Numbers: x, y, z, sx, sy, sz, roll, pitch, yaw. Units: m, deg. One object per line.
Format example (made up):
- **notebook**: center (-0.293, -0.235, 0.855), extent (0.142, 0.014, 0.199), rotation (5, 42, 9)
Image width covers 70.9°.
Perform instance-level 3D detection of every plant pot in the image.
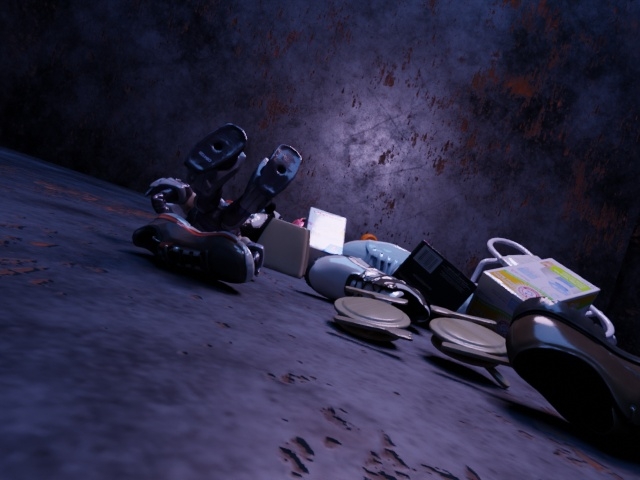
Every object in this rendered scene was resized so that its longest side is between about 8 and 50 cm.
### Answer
- **plant pot**: center (-0.071, 0.011, 0.910), extent (0.108, 0.096, 0.109), rotation (19, -1, 4)

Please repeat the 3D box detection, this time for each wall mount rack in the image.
- **wall mount rack**: center (0.534, 0.136, 1.050), extent (0.303, 0.131, 0.350), rotation (1, 34, -22)

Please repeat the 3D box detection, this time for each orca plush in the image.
- **orca plush**: center (-0.146, -0.014, 1.009), extent (0.102, 0.151, 0.287), rotation (51, 6, 14)

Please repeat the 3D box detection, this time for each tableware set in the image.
- **tableware set**: center (0.107, 0.104, 0.495), extent (0.194, 0.039, 0.128), rotation (13, 11, 7)

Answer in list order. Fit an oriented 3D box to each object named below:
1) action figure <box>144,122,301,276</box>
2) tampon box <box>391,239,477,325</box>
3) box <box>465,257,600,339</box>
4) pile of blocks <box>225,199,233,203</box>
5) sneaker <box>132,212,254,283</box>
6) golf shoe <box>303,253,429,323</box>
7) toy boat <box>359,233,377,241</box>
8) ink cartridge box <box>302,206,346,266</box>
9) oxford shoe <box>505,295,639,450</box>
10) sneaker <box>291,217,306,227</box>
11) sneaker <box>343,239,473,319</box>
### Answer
- **action figure**: center (-0.135, -0.037, 0.587), extent (0.185, 0.099, 0.285), rotation (30, -31, -11)
- **tampon box**: center (0.201, 0.081, 0.814), extent (0.120, 0.101, 0.161), rotation (43, 7, 15)
- **box**: center (0.387, 0.114, 0.826), extent (0.203, 0.103, 0.114), rotation (-6, 34, -30)
- **pile of blocks**: center (-0.318, -0.081, 1.606), extent (0.148, 0.113, 0.362), rotation (18, 1, -15)
- **sneaker**: center (-0.147, 0.018, 0.504), extent (0.157, 0.061, 0.065), rotation (18, 27, 26)
- **golf shoe**: center (0.074, 0.072, 0.668), extent (0.198, 0.077, 0.094), rotation (17, 1, -7)
- **toy boat**: center (0.141, 0.052, 1.438), extent (0.151, 0.151, 0.231), rotation (18, 0, -44)
- **ink cartridge box**: center (0.000, 0.000, 1.043), extent (0.092, 0.143, 0.090), rotation (19, -45, -9)
- **oxford shoe**: center (0.257, 0.143, 0.369), extent (0.227, 0.083, 0.096), rotation (28, 35, 20)
- **sneaker**: center (-0.060, -0.007, 1.541), extent (0.115, 0.136, 0.314), rotation (20, 0, 2)
- **sneaker**: center (0.193, 0.080, 1.068), extent (0.365, 0.135, 0.150), rotation (18, -5, 19)
